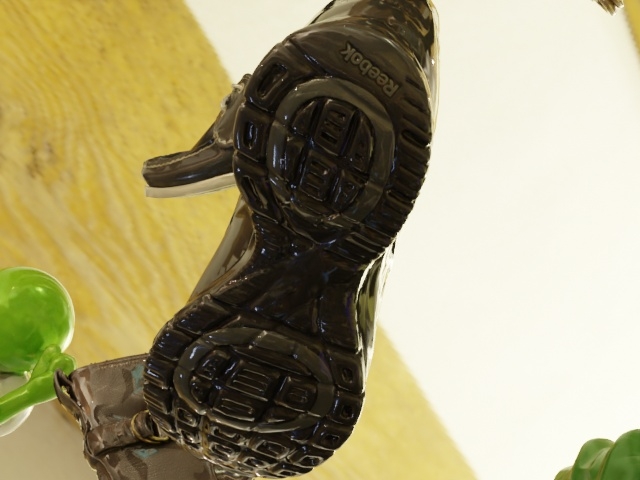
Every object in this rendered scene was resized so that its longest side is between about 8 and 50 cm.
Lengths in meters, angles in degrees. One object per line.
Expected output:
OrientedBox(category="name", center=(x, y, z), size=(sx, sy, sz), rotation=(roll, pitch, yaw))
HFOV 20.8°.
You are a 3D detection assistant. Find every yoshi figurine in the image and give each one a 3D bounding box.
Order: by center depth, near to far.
OrientedBox(category="yoshi figurine", center=(-0.345, 0.122, 1.679), size=(0.203, 0.362, 0.204), rotation=(-22, -82, 18))

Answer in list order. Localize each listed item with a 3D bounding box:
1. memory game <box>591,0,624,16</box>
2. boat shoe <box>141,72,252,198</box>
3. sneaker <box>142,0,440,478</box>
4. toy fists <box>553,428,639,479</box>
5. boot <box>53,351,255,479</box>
OrientedBox(category="memory game", center=(0.088, -0.183, 0.872), size=(0.012, 0.186, 0.186), rotation=(-43, -42, 9))
OrientedBox(category="boat shoe", center=(-0.031, -0.083, 1.207), size=(0.084, 0.233, 0.079), rotation=(-23, -85, -57))
OrientedBox(category="sneaker", center=(0.000, 0.000, 0.844), size=(0.286, 0.109, 0.130), rotation=(-65, -2, 37))
OrientedBox(category="toy fists", center=(0.162, 0.232, 1.010), size=(0.096, 0.142, 0.279), rotation=(5, -52, -2))
OrientedBox(category="boot", center=(-0.060, 0.174, 1.281), size=(0.263, 0.229, 0.091), rotation=(2, -38, -14))
